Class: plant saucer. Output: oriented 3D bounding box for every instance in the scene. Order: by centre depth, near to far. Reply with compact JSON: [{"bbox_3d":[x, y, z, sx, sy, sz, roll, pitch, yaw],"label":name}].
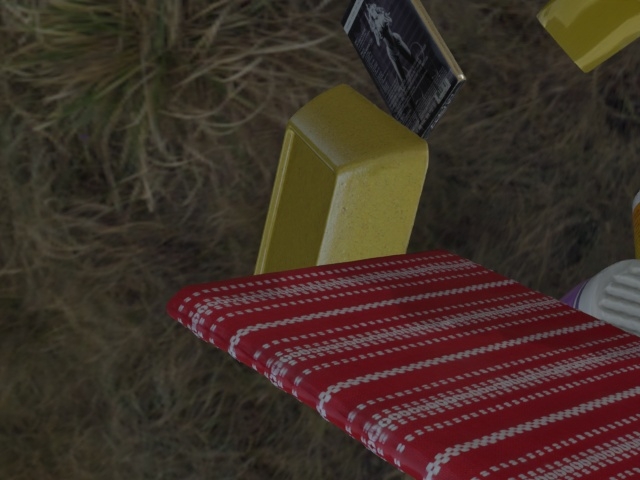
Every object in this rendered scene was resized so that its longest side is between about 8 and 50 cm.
[{"bbox_3d":[0.000,0.000,1.289,0.081,0.333,0.332,7,107,-19],"label":"plant saucer"}]

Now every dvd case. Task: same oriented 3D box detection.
[{"bbox_3d":[0.103,-0.250,1.426,0.221,0.018,0.164,62,153,18],"label":"dvd case"}]

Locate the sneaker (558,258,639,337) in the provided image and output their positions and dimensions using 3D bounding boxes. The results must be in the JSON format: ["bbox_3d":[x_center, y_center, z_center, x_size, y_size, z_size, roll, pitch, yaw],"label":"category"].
[{"bbox_3d":[0.221,0.160,0.685,0.102,0.161,0.282,-16,74,-20],"label":"sneaker"}]

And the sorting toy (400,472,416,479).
[{"bbox_3d":[0.139,0.277,1.159,0.089,0.257,0.255,19,86,2],"label":"sorting toy"}]

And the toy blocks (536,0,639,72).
[{"bbox_3d":[0.286,-0.124,0.543,0.381,0.261,0.191,44,84,-14],"label":"toy blocks"}]

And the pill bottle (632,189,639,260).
[{"bbox_3d":[0.461,-0.001,1.364,0.136,0.136,0.245,-5,60,17],"label":"pill bottle"}]

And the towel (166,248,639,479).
[{"bbox_3d":[0.086,0.069,0.488,0.275,0.199,0.031,27,114,43],"label":"towel"}]
